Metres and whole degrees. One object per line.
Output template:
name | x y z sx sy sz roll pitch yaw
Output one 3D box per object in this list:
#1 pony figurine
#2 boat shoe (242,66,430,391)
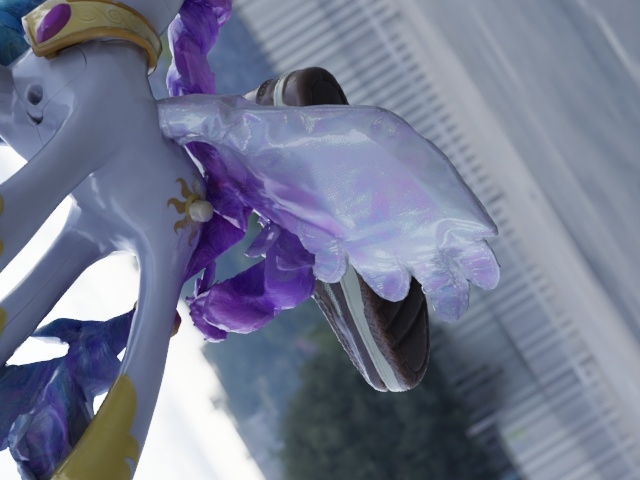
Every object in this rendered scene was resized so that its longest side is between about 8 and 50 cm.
pony figurine | -0.097 -0.032 1.076 0.363 0.303 0.351 -63 -37 -33
boat shoe | 0.003 -0.003 1.466 0.095 0.095 0.257 -34 -72 -58
